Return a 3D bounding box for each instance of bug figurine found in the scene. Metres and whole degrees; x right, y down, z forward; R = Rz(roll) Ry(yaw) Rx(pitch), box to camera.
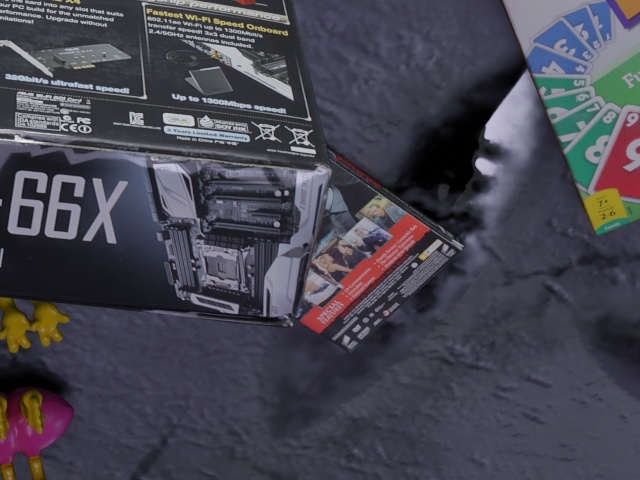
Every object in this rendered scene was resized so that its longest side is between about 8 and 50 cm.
[{"bbox_3d":[-0.226,0.058,0.966,0.216,0.072,0.279,-5,122,-13],"label":"bug figurine"}]

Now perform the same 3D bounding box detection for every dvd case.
[{"bbox_3d":[0.000,0.000,0.995,0.119,0.013,0.087,33,115,-29],"label":"dvd case"}]

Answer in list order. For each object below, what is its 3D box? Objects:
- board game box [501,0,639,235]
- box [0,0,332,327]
[{"bbox_3d":[0.144,-0.126,0.914,0.124,0.039,0.259,-22,123,7],"label":"board game box"},{"bbox_3d":[-0.164,-0.082,0.768,0.307,0.242,0.077,5,125,-14],"label":"box"}]
